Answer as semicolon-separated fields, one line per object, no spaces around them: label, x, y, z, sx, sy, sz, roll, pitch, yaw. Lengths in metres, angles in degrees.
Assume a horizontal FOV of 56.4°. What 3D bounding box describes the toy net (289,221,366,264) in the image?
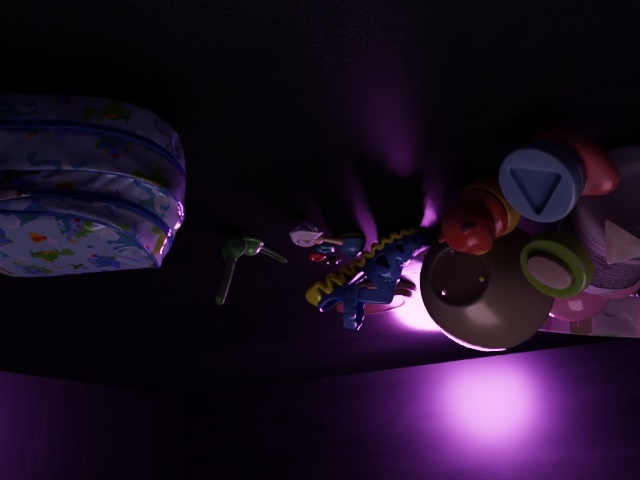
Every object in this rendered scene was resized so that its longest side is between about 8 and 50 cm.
toy net;0.000;0.000;1.314;0.122;0.045;0.232;-17;155;34

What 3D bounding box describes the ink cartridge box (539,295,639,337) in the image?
ink cartridge box;0.734;0.214;1.775;0.207;0.119;0.353;6;174;-24

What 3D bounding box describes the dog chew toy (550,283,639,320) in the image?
dog chew toy;0.674;0.061;1.431;0.207;0.206;0.332;14;144;-42

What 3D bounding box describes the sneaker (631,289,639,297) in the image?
sneaker;1.001;0.098;1.734;0.118;0.110;0.292;-2;162;-35

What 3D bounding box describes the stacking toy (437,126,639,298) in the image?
stacking toy;0.362;-0.014;1.006;0.130;0.279;0.309;-35;172;-32

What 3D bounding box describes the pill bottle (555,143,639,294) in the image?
pill bottle;0.574;-0.018;1.163;0.204;0.204;0.361;-9;159;9

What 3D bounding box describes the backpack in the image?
backpack;-0.357;-0.071;0.795;0.356;0.273;0.290;-14;154;-10

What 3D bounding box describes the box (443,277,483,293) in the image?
box;0.387;0.096;1.562;0.178;0.042;0.109;-23;174;-2

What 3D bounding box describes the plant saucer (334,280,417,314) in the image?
plant saucer;0.161;0.181;1.841;0.278;0.041;0.278;-4;159;-1

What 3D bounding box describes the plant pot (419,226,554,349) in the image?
plant pot;0.320;0.082;1.236;0.284;0.283;0.191;-17;161;29

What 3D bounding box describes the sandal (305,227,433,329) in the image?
sandal;0.126;0.090;1.349;0.317;0.138;0.126;-37;161;14

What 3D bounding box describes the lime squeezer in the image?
lime squeezer;-0.154;0.035;1.300;0.059;0.109;0.310;-35;179;25

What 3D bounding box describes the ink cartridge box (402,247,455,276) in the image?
ink cartridge box;0.262;0.056;1.516;0.207;0.046;0.097;12;153;-38
